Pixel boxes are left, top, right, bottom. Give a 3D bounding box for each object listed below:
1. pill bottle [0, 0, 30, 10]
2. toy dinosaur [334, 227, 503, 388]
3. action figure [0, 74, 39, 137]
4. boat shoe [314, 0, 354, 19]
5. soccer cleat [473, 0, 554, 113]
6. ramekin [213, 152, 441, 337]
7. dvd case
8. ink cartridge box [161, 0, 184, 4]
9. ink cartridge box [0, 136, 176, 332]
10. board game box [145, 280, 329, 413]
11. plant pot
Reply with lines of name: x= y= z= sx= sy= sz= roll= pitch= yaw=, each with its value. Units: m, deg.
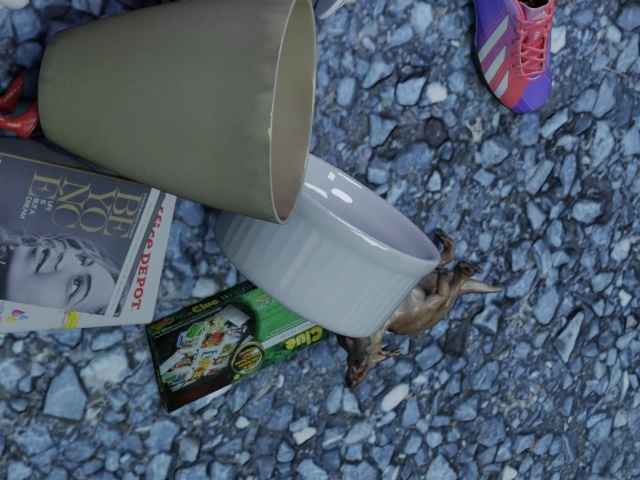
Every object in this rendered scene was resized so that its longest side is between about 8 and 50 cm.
pill bottle: x=-0.329 y=-0.304 z=1.531 sx=0.180 sy=0.108 sz=0.108 roll=-51 pitch=132 yaw=-1
toy dinosaur: x=0.122 y=0.098 z=2.081 sx=0.296 sy=0.127 sz=0.200 roll=-6 pitch=125 yaw=-48
action figure: x=-0.418 y=-0.202 z=1.533 sx=0.280 sy=0.091 sz=0.139 roll=8 pitch=117 yaw=-40
boat shoe: x=0.033 y=-0.312 z=1.844 sx=0.100 sy=0.035 sz=0.035 roll=-54 pitch=130 yaw=-8
soccer cleat: x=0.268 y=-0.292 z=1.970 sx=0.109 sy=0.116 sz=0.318 roll=-33 pitch=129 yaw=-18
ramekin: x=0.000 y=0.000 z=1.836 sx=0.277 sy=0.277 sz=0.135 roll=23 pitch=106 yaw=-42
dvd case: x=-0.290 y=-0.003 z=1.624 sx=0.221 sy=0.018 sz=0.164 roll=12 pitch=106 yaw=-40
ink cartridge box: x=-0.129 y=-0.303 z=1.710 sx=0.104 sy=0.060 sz=0.180 roll=-20 pitch=125 yaw=-27
ink cartridge box: x=-0.319 y=-0.008 z=1.693 sx=0.278 sy=0.117 sz=0.201 roll=-2 pitch=115 yaw=-36
board game box: x=-0.107 y=0.124 z=1.982 sx=0.260 sy=0.030 sz=0.136 roll=-23 pitch=124 yaw=-25
plant pot: x=-0.161 y=-0.157 z=1.617 sx=0.274 sy=0.256 sz=0.256 roll=6 pitch=118 yaw=8
